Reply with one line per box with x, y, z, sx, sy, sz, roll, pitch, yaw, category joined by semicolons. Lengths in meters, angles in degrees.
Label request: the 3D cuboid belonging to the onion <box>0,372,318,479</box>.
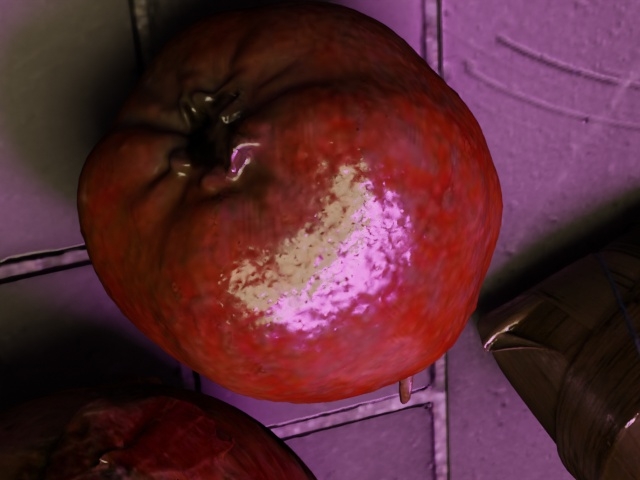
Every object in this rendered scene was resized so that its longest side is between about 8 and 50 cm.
-0.119;0.248;0.870;0.353;0.354;0.354;-9;123;-15;onion

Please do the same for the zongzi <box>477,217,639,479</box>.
0.249;0.070;0.948;0.242;0.221;0.112;-34;140;0;zongzi

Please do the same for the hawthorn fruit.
0.000;0.000;0.830;0.210;0.210;0.262;-36;139;4;hawthorn fruit
